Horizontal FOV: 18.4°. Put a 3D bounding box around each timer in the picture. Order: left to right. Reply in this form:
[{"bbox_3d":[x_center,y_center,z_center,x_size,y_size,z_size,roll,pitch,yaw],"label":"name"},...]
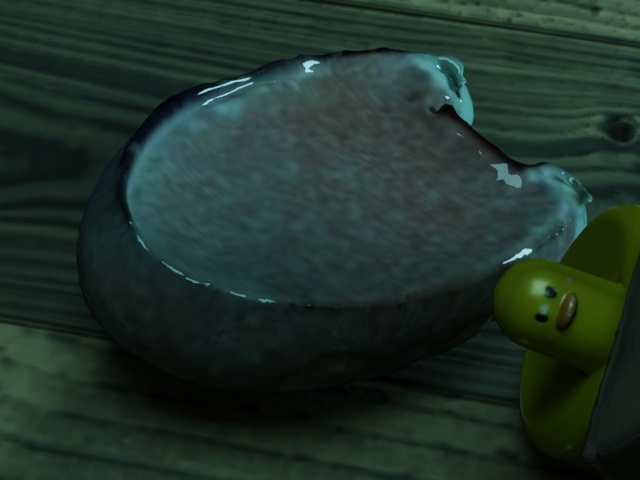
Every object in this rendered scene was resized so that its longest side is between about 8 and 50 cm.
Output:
[{"bbox_3d":[0.108,0.036,0.765,0.109,0.107,0.107,21,43,-12],"label":"timer"}]

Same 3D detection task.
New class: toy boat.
[{"bbox_3d":[0.000,0.000,0.839,0.227,0.085,0.155,-19,56,-36],"label":"toy boat"}]

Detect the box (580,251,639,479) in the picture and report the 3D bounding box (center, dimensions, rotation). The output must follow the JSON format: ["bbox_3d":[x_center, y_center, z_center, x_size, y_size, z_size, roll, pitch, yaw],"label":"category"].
[{"bbox_3d":[0.209,0.054,0.701,0.215,0.086,0.215,41,45,-17],"label":"box"}]
